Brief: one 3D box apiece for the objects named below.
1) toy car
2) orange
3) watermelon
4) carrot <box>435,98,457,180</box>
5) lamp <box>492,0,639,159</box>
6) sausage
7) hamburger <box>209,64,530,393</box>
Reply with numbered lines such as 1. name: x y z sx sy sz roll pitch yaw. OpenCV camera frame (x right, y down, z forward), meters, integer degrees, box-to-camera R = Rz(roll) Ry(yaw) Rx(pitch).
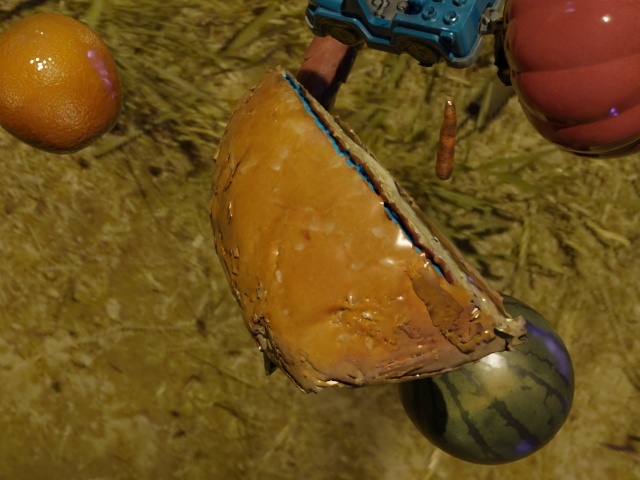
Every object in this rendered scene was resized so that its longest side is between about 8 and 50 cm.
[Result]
1. toy car: 0.071 -0.231 0.927 0.097 0.191 0.100 -63 152 -18
2. orange: -0.382 -0.223 1.463 0.206 0.206 0.206 -9 108 -28
3. watermelon: 0.109 0.092 0.633 0.105 0.105 0.133 -50 119 -9
4. carrot: 0.229 -0.182 1.837 0.035 0.035 0.165 -16 126 -26
5. lamp: 0.125 -0.090 0.455 0.107 0.092 0.108 11 77 -58
6. sausage: 0.023 -0.312 1.693 0.087 0.088 0.433 9 123 -32
7. hamburger: -0.002 0.007 0.439 0.102 0.176 0.087 -40 156 -1
